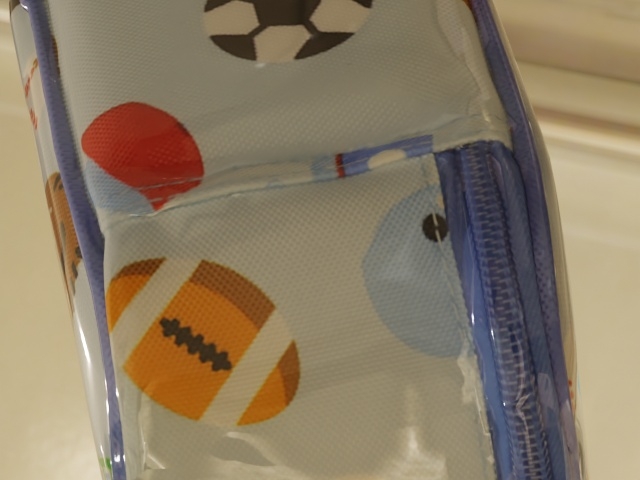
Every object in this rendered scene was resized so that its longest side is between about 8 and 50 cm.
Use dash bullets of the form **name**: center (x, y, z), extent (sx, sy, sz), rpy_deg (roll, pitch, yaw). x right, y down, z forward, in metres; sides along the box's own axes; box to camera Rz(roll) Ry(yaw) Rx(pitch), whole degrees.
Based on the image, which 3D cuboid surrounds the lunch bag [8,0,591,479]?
- **lunch bag**: center (0.000, 0.000, 0.500), extent (0.243, 0.115, 0.303), rpy_deg (75, -176, -46)
